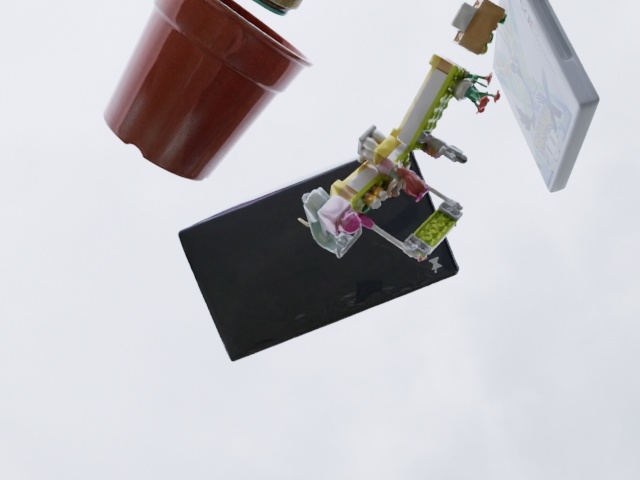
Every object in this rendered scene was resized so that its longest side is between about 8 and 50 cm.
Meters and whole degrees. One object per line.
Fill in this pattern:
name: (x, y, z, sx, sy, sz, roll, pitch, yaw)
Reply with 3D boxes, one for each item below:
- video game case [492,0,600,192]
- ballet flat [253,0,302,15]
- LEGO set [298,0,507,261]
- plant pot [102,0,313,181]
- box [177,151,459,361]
video game case: (0.371, -0.274, 1.104, 0.036, 0.299, 0.329, -19, -21, 6)
ballet flat: (-0.168, -0.418, 0.832, 0.349, 0.123, 0.123, 26, -69, -4)
LEGO set: (0.108, -0.086, 0.609, 0.287, 0.107, 0.132, -50, -19, -11)
plant pot: (-0.197, -0.258, 1.044, 0.272, 0.272, 0.265, 27, -71, -33)
box: (0.000, 0.000, 0.883, 0.296, 0.294, 0.182, -22, -85, 2)
